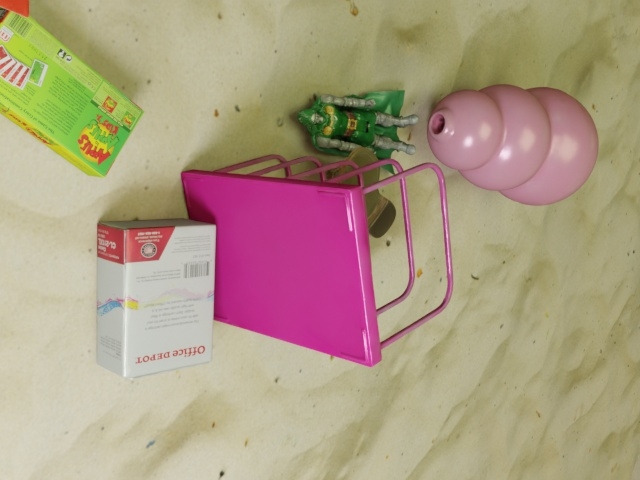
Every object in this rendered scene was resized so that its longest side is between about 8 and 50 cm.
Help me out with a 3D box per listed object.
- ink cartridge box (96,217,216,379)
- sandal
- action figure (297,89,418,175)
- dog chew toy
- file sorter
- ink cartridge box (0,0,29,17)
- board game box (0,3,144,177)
[{"bbox_3d":[-0.199,0.065,0.952,0.127,0.072,0.175,-4,101,-44],"label":"ink cartridge box"},{"bbox_3d":[0.043,-0.078,1.169,0.088,0.079,0.240,-52,153,-7],"label":"sandal"},{"bbox_3d":[0.054,-0.168,1.166,0.232,0.063,0.137,0,94,-44],"label":"action figure"},{"bbox_3d":[0.314,-0.169,1.332,0.331,0.206,0.207,5,94,-37],"label":"dog chew toy"},{"bbox_3d":[0.000,0.000,0.984,0.182,0.290,0.202,-24,113,-42],"label":"file sorter"},{"bbox_3d":[-0.311,-0.346,0.710,0.189,0.066,0.232,6,77,-66],"label":"ink cartridge box"},{"bbox_3d":[-0.286,-0.156,0.847,0.181,0.043,0.092,40,70,-40],"label":"board game box"}]
